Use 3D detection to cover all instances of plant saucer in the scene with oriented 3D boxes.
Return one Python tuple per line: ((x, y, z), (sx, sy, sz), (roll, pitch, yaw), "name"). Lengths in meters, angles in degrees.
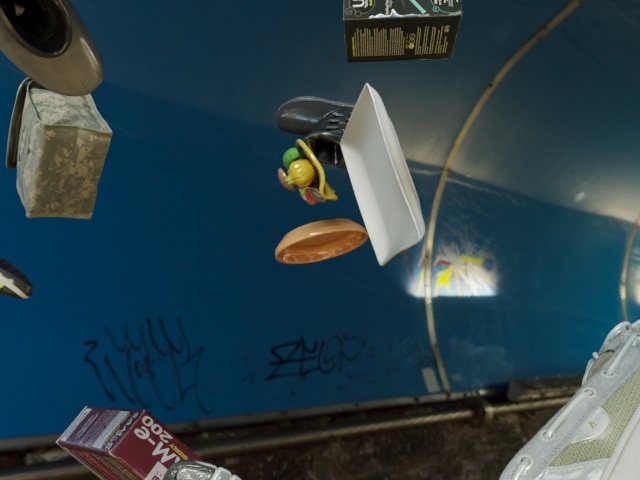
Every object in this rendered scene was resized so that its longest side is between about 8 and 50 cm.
((0.000, 0.000, 1.136), (0.199, 0.037, 0.200), (-13, -17, -4), "plant saucer")

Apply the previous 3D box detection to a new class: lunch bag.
((-0.605, -0.225, 1.229), (0.168, 0.287, 0.235), (1, -53, -41), "lunch bag")

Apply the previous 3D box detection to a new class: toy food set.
((-0.033, -0.111, 1.007), (0.071, 0.128, 0.218), (-33, 4, -1), "toy food set")

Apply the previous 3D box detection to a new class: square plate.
((0.139, -0.133, 1.247), (0.049, 0.344, 0.347), (-15, -9, -10), "square plate")

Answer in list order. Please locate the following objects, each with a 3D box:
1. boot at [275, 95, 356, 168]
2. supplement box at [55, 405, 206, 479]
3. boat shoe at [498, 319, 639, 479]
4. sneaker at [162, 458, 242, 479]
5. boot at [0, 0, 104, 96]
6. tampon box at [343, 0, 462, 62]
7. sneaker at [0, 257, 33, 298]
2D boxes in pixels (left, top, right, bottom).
((-0.012, -0.370, 1.876), (0.366, 0.445, 0.146), (-1, -60, 8), "boot")
((-0.286, 0.314, 0.804), (0.239, 0.073, 0.130), (-17, -60, 47), "supplement box")
((0.275, 0.154, 0.511), (0.320, 0.103, 0.118), (-32, -51, -43), "boat shoe")
((-0.087, 0.334, 0.658), (0.086, 0.228, 0.132), (-57, 1, -10), "sneaker")
((-0.336, -0.259, 0.622), (0.118, 0.223, 0.338), (-38, -33, -9), "boot")
((0.114, -0.339, 0.788), (0.160, 0.121, 0.101), (0, -17, 5), "tampon box")
((-0.577, 0.054, 0.843), (0.234, 0.084, 0.097), (29, -95, -27), "sneaker")
